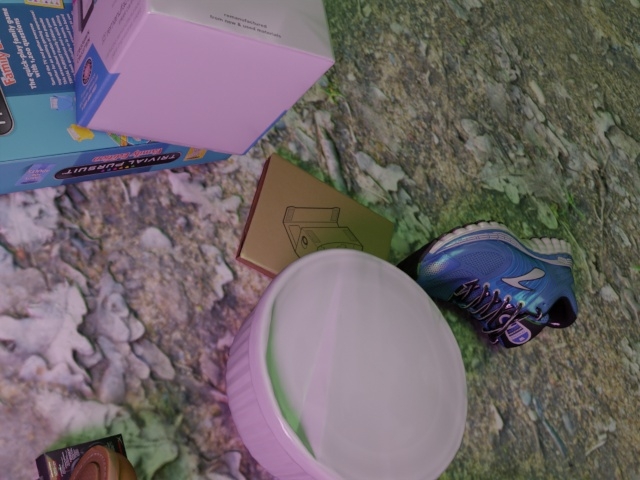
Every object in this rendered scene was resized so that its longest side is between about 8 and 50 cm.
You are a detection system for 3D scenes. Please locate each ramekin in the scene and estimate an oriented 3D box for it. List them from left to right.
[{"bbox_3d":[0.020,0.154,0.880,0.273,0.127,0.272,17,58,-29],"label":"ramekin"}]

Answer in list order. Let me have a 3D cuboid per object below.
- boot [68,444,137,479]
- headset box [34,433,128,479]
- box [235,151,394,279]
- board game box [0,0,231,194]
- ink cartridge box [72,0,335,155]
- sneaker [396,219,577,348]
[{"bbox_3d":[-0.115,0.319,0.695,0.220,0.109,0.283,6,70,-36],"label":"boot"},{"bbox_3d":[-0.219,0.219,0.733,0.083,0.032,0.062,-8,71,-38],"label":"headset box"},{"bbox_3d":[0.000,0.000,1.019,0.201,0.021,0.164,29,52,-22],"label":"box"},{"bbox_3d":[-0.270,-0.195,0.885,0.336,0.079,0.253,-14,76,-40],"label":"board game box"},{"bbox_3d":[-0.134,-0.264,0.834,0.197,0.198,0.269,7,62,-33],"label":"ink cartridge box"},{"bbox_3d":[0.247,0.066,1.093,0.330,0.130,0.147,6,61,-34],"label":"sneaker"}]
